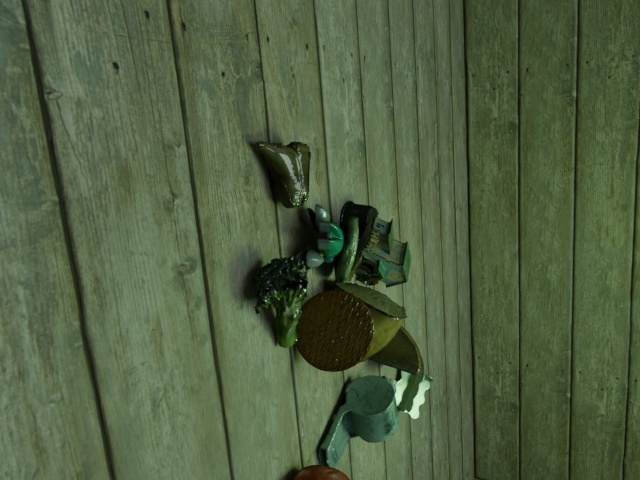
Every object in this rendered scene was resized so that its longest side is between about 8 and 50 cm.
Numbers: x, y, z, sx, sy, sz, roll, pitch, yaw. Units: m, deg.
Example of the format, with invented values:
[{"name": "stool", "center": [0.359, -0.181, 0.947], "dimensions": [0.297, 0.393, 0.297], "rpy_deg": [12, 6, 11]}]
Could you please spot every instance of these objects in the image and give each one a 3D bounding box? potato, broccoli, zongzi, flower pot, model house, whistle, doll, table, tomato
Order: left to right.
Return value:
[{"name": "zongzi", "center": [-0.112, -0.188, 1.452], "dimensions": [0.197, 0.099, 0.195], "rpy_deg": [-4, 95, -50]}, {"name": "broccoli", "center": [-0.104, 0.191, 1.463], "dimensions": [0.146, 0.164, 0.304], "rpy_deg": [-101, -173, -55]}, {"name": "doll", "center": [-0.001, 0.017, 1.634], "dimensions": [0.258, 0.153, 0.195], "rpy_deg": [83, 8, -49]}, {"name": "tomato", "center": [0.007, 0.814, 1.602], "dimensions": [0.189, 0.231, 0.232], "rpy_deg": [-78, 157, -63]}, {"name": "whistle", "center": [0.135, 0.664, 1.902], "dimensions": [0.404, 0.188, 0.168], "rpy_deg": [-27, 126, -20]}, {"name": "potato", "center": [0.132, 0.304, 1.788], "dimensions": [0.288, 0.300, 0.237], "rpy_deg": [13, 103, -47]}, {"name": "flower pot", "center": [0.153, -0.070, 1.913], "dimensions": [0.157, 0.106, 0.158], "rpy_deg": [-5, 96, -58]}, {"name": "model house", "center": [0.225, 0.072, 1.824], "dimensions": [0.178, 0.206, 0.271], "rpy_deg": [-74, -170, -48]}, {"name": "potato", "center": [0.352, 0.453, 2.150], "dimensions": [0.211, 0.264, 0.190], "rpy_deg": [34, 72, -50]}, {"name": "table", "center": [0.419, 0.716, 2.395], "dimensions": [0.198, 0.166, 0.166], "rpy_deg": [-61, 141, -26]}]

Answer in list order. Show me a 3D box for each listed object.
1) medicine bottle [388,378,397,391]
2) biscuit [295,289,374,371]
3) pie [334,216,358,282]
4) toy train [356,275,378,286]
[{"name": "medicine bottle", "center": [0.311, 0.670, 2.288], "dimensions": [0.052, 0.052, 0.089], "rpy_deg": [59, 43, -44]}, {"name": "biscuit", "center": [0.043, 0.285, 1.620], "dimensions": [0.037, 0.261, 0.262], "rpy_deg": [86, 7, -88]}, {"name": "pie", "center": [0.090, 0.031, 1.756], "dimensions": [0.240, 0.054, 0.241], "rpy_deg": [-170, -90, -85]}, {"name": "toy train", "center": [0.216, 0.095, 2.052], "dimensions": [0.136, 0.091, 0.228], "rpy_deg": [66, 37, -54]}]
